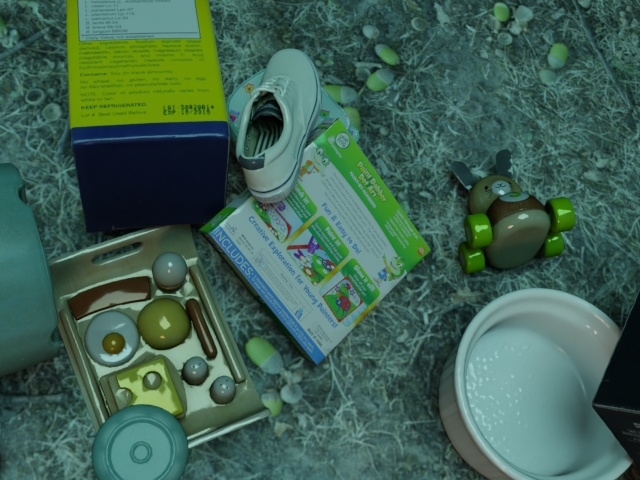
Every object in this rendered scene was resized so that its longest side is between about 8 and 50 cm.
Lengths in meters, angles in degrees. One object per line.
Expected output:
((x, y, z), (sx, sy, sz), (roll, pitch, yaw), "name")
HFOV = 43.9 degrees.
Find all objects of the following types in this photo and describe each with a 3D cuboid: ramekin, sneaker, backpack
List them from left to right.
((-0.053, -0.175, 1.057), (0.094, 0.091, 0.258), (-4, 55, 12), "sneaker")
((-0.054, -0.170, 1.204), (0.166, 0.144, 0.188), (-41, 77, -17), "backpack")
((0.300, 0.218, 1.117), (0.277, 0.135, 0.277), (4, 67, -10), "ramekin")

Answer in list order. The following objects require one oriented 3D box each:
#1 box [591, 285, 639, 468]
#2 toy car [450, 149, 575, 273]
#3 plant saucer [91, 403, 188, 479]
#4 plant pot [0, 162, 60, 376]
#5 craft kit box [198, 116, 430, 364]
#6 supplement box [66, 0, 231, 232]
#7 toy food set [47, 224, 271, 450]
((0.571, 0.211, 1.034), (0.395, 0.212, 0.293), (48, 61, -29), "box")
((0.279, -0.063, 1.235), (0.155, 0.149, 0.188), (-11, 59, -4), "toy car")
((-0.223, 0.263, 0.988), (0.119, 0.021, 0.119), (3, 75, -13), "plant saucer")
((-0.505, 0.059, 0.937), (0.334, 0.341, 0.341), (-14, 71, -25), "plant pot")
((0.000, 0.000, 1.119), (0.246, 0.061, 0.250), (-42, 110, -15), "craft kit box")
((-0.246, -0.213, 1.118), (0.194, 0.195, 0.356), (-4, 57, -13), "supplement box")
((-0.225, 0.136, 1.070), (0.219, 0.092, 0.306), (-20, 73, -18), "toy food set")
